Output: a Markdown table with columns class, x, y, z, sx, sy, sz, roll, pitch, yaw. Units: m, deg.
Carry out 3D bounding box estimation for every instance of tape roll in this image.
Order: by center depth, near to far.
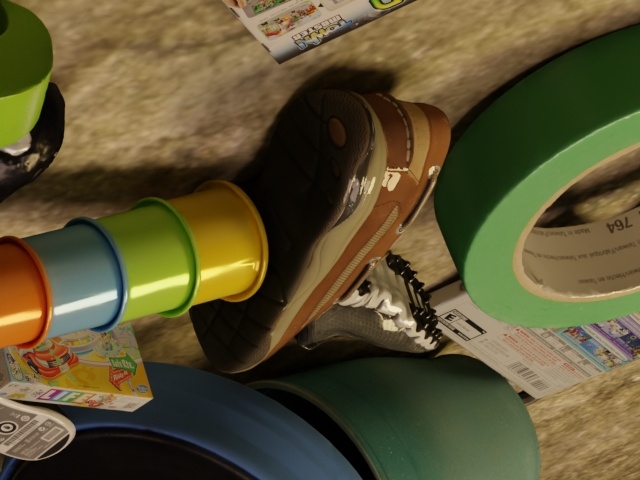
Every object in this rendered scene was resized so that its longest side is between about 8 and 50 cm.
| class | x | y | z | sx | sy | sz | roll | pitch | yaw |
| --- | --- | --- | --- | --- | --- | --- | --- | --- | --- |
| tape roll | 0.253 | -0.048 | 1.525 | 0.321 | 0.077 | 0.321 | -15 | 149 | -9 |

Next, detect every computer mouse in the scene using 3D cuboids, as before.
| class | x | y | z | sx | sy | sz | roll | pitch | yaw |
| --- | --- | --- | --- | --- | --- | --- | --- | --- | --- |
| computer mouse | -0.288 | 0.130 | 1.566 | 0.106 | 0.042 | 0.193 | -37 | 133 | 25 |

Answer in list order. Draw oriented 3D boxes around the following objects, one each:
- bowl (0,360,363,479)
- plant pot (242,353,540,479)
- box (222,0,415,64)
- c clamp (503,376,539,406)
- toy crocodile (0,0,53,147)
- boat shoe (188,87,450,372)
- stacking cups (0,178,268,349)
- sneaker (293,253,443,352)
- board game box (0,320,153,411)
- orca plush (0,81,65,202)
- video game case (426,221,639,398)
| class | x | y | z | sx | sy | sz | roll | pitch | yaw |
| --- | --- | --- | --- | --- | --- | --- | --- | --- | --- |
| bowl | -0.121 | 0.288 | 1.699 | 0.391 | 0.391 | 0.077 | -39 | -169 | 38 |
| plant pot | 0.068 | 0.229 | 1.847 | 0.255 | 0.272 | 0.271 | -20 | 162 | -40 |
| box | 0.041 | -0.185 | 1.164 | 0.207 | 0.036 | 0.114 | -24 | 156 | 11 |
| c clamp | 0.203 | 0.164 | 2.071 | 0.160 | 0.022 | 0.137 | 5 | 147 | -42 |
| toy crocodile | -0.320 | -0.070 | 1.084 | 0.340 | 0.105 | 0.115 | -11 | 155 | -8 |
| boat shoe | 0.000 | 0.000 | 1.440 | 0.120 | 0.123 | 0.324 | -8 | 155 | -32 |
| stacking cups | -0.179 | 0.030 | 1.310 | 0.316 | 0.096 | 0.096 | -15 | 160 | -43 |
| sneaker | 0.021 | 0.055 | 1.633 | 0.106 | 0.078 | 0.234 | -25 | 152 | 21 |
| board game box | -0.204 | 0.076 | 1.469 | 0.026 | 0.103 | 0.154 | -33 | 153 | 29 |
| orca plush | -0.294 | -0.020 | 1.190 | 0.287 | 0.102 | 0.151 | -10 | 155 | -20 |
| video game case | 0.229 | 0.071 | 1.792 | 0.193 | 0.023 | 0.212 | -25 | 139 | 29 |
